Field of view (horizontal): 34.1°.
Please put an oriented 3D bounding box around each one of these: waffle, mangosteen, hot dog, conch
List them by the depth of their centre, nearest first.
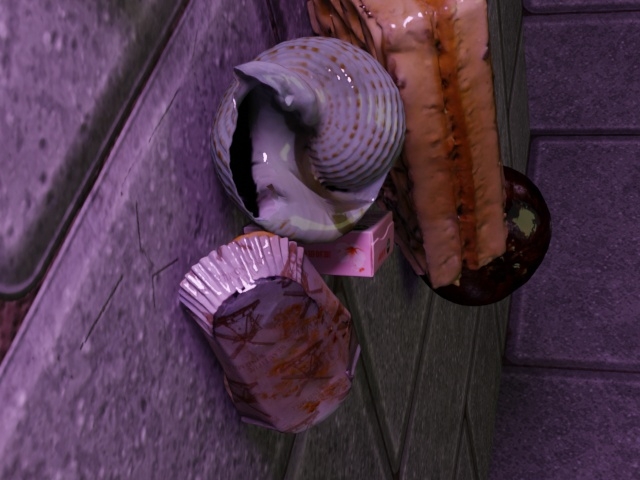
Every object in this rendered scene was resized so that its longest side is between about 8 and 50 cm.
[{"bbox_3d":[-0.024,-0.096,0.888,0.200,0.131,0.172,24,96,-36],"label":"conch"},{"bbox_3d":[-0.039,0.082,0.891,0.069,0.131,0.253,50,-9,38],"label":"hot dog"},{"bbox_3d":[0.084,-0.155,1.101,0.261,0.114,0.376,57,-11,41],"label":"waffle"},{"bbox_3d":[0.242,-0.025,1.686,0.261,0.235,0.235,-124,-160,-54],"label":"mangosteen"}]

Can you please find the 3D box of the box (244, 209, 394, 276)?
[{"bbox_3d":[0.000,0.000,0.982,0.089,0.125,0.043,-39,129,-67],"label":"box"}]
